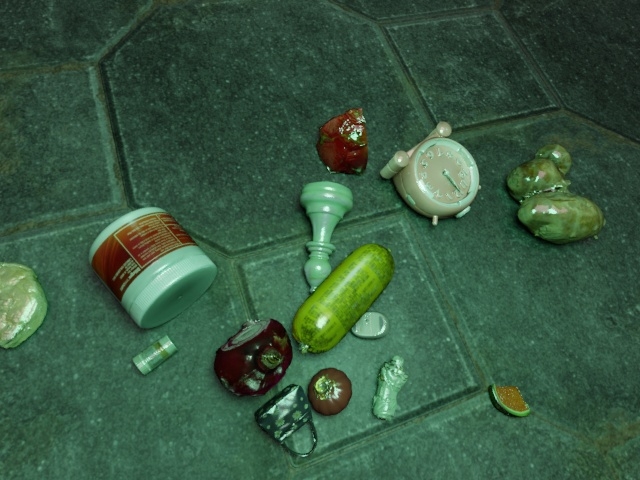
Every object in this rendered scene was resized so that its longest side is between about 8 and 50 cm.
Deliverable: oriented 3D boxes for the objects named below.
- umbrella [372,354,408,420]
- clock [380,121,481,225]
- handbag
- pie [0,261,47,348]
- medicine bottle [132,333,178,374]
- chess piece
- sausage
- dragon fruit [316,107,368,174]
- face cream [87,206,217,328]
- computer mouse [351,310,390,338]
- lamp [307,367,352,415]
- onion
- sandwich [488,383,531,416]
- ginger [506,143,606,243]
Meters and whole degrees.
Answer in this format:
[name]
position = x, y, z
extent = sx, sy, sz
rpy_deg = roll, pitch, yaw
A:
[umbrella]
position = 0.157, 0.331, 0.934
extent = 0.067, 0.062, 0.144
rpy_deg = 11, 69, 31
[clock]
position = 0.318, -0.164, 1.138
extent = 0.227, 0.142, 0.241
rpy_deg = -37, 86, -20
[handbag]
position = -0.058, 0.389, 0.871
extent = 0.115, 0.072, 0.139
rpy_deg = -33, 80, -22
[pie]
position = -0.705, 0.131, 0.891
extent = 0.218, 0.052, 0.185
rpy_deg = 18, 67, 1
[medicine bottle]
position = -0.359, 0.248, 0.897
extent = 0.083, 0.047, 0.047
rpy_deg = -37, 77, -21
[chess piece]
position = 0.000, 0.000, 1.029
extent = 0.139, 0.139, 0.272
rpy_deg = 10, 77, -5
[sausage]
position = 0.060, 0.127, 0.966
extent = 0.123, 0.123, 0.347
rpy_deg = 41, 62, 9
[dragon fruit]
position = 0.067, -0.268, 1.130
extent = 0.120, 0.161, 0.127
rpy_deg = -10, 58, -15
[face cream]
position = -0.361, 0.056, 0.894
extent = 0.201, 0.201, 0.187
rpy_deg = -40, 78, -22
[computer mouse]
position = 0.120, 0.205, 0.993
extent = 0.096, 0.039, 0.066
rpy_deg = -4, 66, 9
[lamp]
position = 0.021, 0.329, 0.898
extent = 0.101, 0.090, 0.101
rpy_deg = -14, 52, 19
[onion]
position = -0.121, 0.255, 0.859
extent = 0.173, 0.198, 0.135
rpy_deg = -37, 107, -24
[sandwich]
position = 0.450, 0.382, 0.977
extent = 0.101, 0.026, 0.069
rpy_deg = 9, 62, -8
[ginger]
position = 0.642, -0.134, 1.155
extent = 0.244, 0.155, 0.304
rpy_deg = -6, 69, -9
